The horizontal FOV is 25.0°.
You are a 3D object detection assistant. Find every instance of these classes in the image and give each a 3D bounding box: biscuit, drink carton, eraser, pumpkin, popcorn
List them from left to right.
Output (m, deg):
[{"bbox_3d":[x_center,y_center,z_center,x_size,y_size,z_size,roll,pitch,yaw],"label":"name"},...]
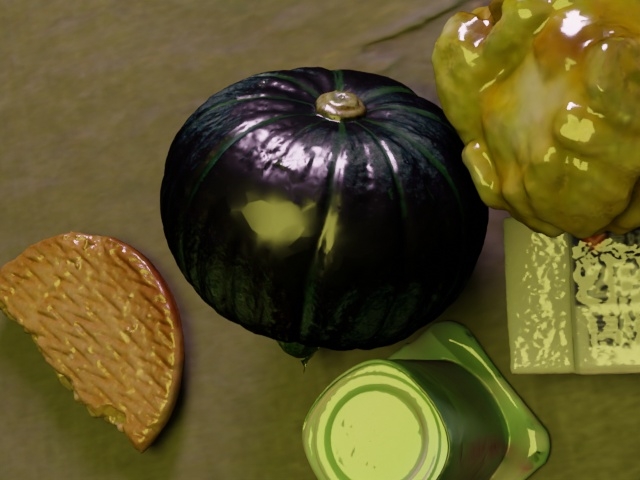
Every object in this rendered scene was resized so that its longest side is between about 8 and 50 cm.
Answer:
[{"bbox_3d":[-0.195,0.071,1.285,0.224,0.033,0.144,38,100,24],"label":"biscuit"},{"bbox_3d":[0.000,0.000,1.098,0.248,0.248,0.248,-3,84,26],"label":"pumpkin"},{"bbox_3d":[0.065,0.149,1.089,0.144,0.142,0.146,-44,70,17],"label":"drink carton"},{"bbox_3d":[0.188,-0.108,1.028,0.203,0.200,0.226,-8,78,52],"label":"popcorn"},{"bbox_3d":[0.243,0.035,1.051,0.210,0.068,0.124,-5,86,26],"label":"eraser"}]
